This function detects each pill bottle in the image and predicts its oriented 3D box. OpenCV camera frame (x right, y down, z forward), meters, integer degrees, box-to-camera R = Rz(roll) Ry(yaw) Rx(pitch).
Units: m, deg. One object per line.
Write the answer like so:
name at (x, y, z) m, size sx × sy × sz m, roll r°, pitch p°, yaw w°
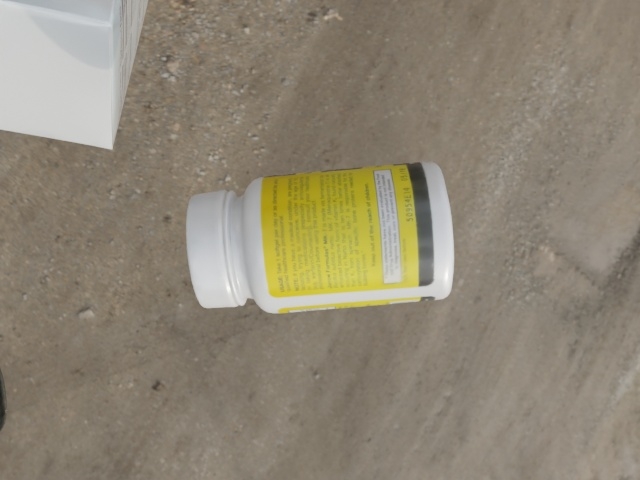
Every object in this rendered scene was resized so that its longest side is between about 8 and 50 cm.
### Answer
pill bottle at (0.000, 0.000, 0.565) m, size 0.209 × 0.119 × 0.119 m, roll -5°, pitch 114°, yaw 2°

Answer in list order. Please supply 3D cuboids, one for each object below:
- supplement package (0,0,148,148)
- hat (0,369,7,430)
supplement package at (-0.295, -0.272, 0.701) m, size 0.200 × 0.198 × 0.262 m, roll 9°, pitch 61°, yaw -12°
hat at (-0.717, 0.258, 1.229) m, size 0.332 × 0.134 × 0.331 m, roll 0°, pitch 112°, yaw -1°
